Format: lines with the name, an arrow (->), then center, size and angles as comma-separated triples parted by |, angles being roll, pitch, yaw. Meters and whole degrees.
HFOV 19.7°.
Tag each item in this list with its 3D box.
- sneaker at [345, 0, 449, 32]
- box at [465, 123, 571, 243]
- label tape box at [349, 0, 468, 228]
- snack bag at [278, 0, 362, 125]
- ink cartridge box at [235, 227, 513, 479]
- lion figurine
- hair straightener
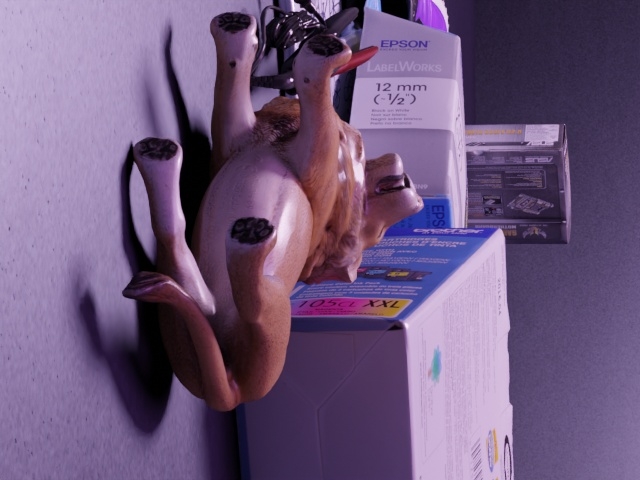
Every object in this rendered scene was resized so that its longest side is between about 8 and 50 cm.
sneaker -> 0.077, -0.256, 2.117 | 0.293, 0.102, 0.146 | 67, 27, -54
box -> 0.227, -0.076, 2.543 | 0.183, 0.231, 0.056 | 78, 17, -44
label tape box -> 0.098, -0.083, 1.927 | 0.249, 0.115, 0.347 | 82, 13, -47
snack bag -> 0.004, -0.185, 1.809 | 0.323, 0.037, 0.342 | -53, 140, -75
ink cartridge box -> 0.067, 0.145, 1.582 | 0.395, 0.151, 0.270 | -33, 122, -66
lion figurine -> -0.046, 0.005, 1.257 | 0.392, 0.142, 0.240 | -58, 155, -49
hair straightener -> -0.019, -0.174, 1.585 | 0.089, 0.047, 0.230 | 63, 29, -4
